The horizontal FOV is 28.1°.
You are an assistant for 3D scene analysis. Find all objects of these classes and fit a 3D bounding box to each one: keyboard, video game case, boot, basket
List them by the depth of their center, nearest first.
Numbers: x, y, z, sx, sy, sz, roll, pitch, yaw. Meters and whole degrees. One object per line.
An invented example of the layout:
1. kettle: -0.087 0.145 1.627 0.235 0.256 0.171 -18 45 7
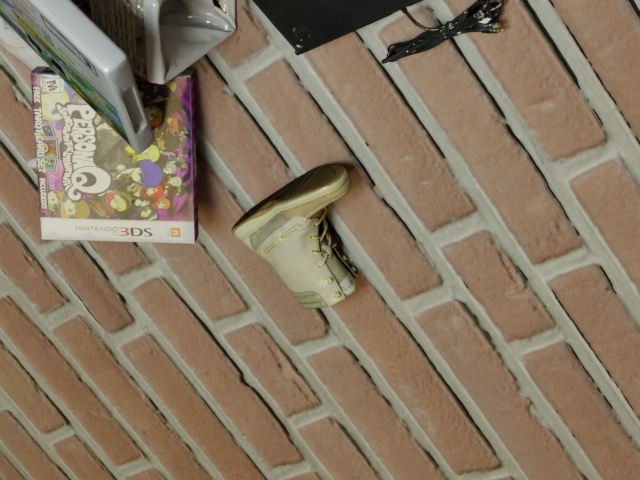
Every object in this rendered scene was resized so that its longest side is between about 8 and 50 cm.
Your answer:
1. keyboard: 0.081 -0.282 1.435 0.317 0.033 0.201 -17 128 38
2. video game case: -0.327 -0.262 1.481 0.329 0.036 0.300 44 170 8
3. basket: -0.187 -0.276 1.518 0.103 0.167 0.113 19 129 23
4. boot: 0.000 0.000 1.673 0.213 0.077 0.165 -28 106 44
5. video game case: -0.268 -0.111 1.679 0.210 0.042 0.232 2 110 2

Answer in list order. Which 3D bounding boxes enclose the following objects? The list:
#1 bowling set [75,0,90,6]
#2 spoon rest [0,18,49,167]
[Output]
1. bowling set: -0.311 -0.379 1.484 0.154 0.200 0.287 19 122 16
2. spoon rest: -0.377 -0.240 1.712 0.137 0.084 0.276 2 110 25
